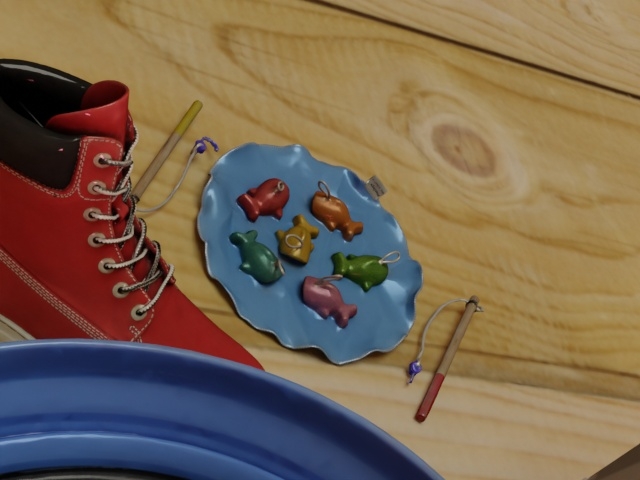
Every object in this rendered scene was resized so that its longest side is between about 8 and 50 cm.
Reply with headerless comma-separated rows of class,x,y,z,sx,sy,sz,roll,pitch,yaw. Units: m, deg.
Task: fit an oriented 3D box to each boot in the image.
boot,-0.106,0.008,0.769,0.244,0.176,0.088,33,38,-12

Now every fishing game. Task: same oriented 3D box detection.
fishing game,0.000,0.000,0.971,0.264,0.041,0.189,38,42,-4

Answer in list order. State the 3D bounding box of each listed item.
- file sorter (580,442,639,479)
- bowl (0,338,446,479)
file sorter,0.203,0.214,0.769,0.173,0.193,0.277,53,27,10
bowl,-0.093,0.198,0.580,0.391,0.077,0.391,8,36,-6
